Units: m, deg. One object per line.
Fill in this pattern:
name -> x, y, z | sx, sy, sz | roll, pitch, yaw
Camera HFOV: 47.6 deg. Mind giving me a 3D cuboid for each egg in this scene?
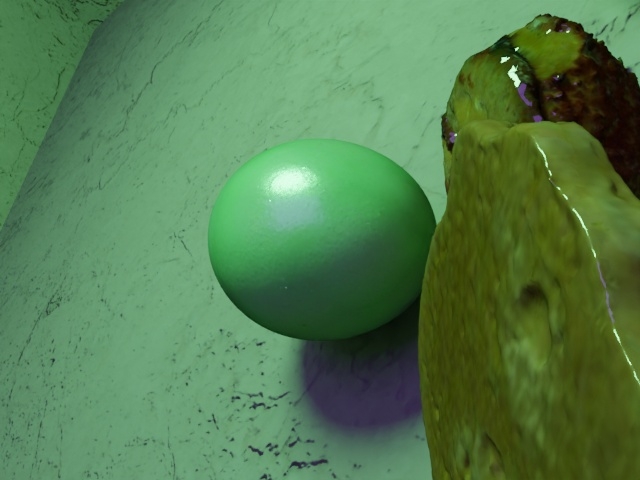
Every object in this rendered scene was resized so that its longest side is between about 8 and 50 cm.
egg -> 0.000, 0.000, 0.790 | 0.270, 0.220, 0.220 | 10, 67, 44

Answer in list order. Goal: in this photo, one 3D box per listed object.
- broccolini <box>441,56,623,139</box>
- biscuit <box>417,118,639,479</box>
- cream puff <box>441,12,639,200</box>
broccolini -> 0.232, -0.154, 0.819 | 0.218, 0.042, 0.044 | -23, 70, 32
biscuit -> 0.135, 0.110, 0.468 | 0.385, 0.062, 0.365 | -97, 7, -52
cream puff -> 0.197, -0.073, 0.636 | 0.164, 0.240, 0.240 | -10, 40, -3
